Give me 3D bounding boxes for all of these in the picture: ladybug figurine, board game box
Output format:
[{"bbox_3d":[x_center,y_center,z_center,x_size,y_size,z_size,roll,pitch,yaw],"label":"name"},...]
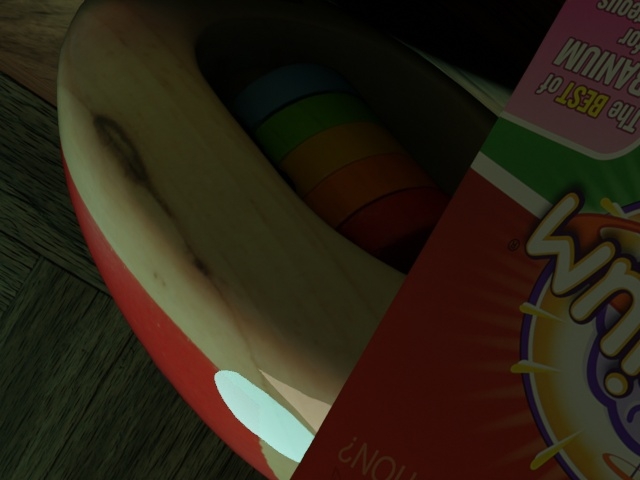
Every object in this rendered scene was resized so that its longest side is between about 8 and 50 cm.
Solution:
[{"bbox_3d":[0.000,0.000,0.751,0.305,0.162,0.449,0,-140,-37],"label":"ladybug figurine"},{"bbox_3d":[0.134,0.034,0.388,0.242,0.317,0.064,23,170,48],"label":"board game box"}]
